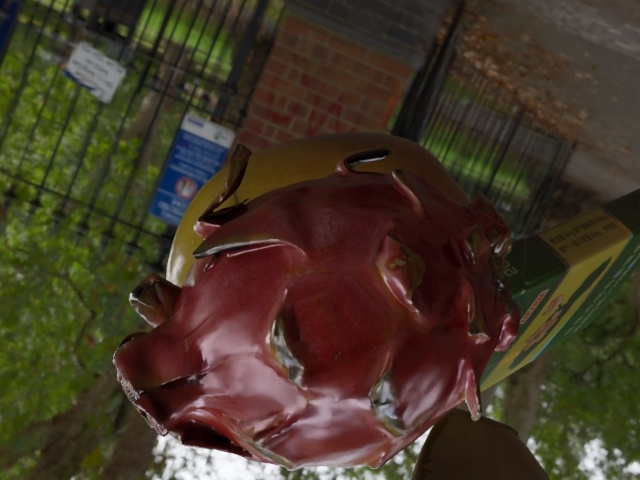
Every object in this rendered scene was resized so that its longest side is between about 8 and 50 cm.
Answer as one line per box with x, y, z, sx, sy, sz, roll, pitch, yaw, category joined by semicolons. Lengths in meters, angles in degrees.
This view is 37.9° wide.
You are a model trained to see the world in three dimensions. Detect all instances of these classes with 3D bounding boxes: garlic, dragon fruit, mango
0.134;0.248;0.732;0.143;0.112;0.318;6;-145;-6;garlic
-0.001;0.035;0.388;0.136;0.166;0.133;56;161;31;dragon fruit
0.000;0.000;0.931;0.317;0.211;0.173;-8;167;2;mango

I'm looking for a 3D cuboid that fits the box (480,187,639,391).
0.141;0.039;0.604;0.235;0.132;0.034;-19;-122;-44;box
